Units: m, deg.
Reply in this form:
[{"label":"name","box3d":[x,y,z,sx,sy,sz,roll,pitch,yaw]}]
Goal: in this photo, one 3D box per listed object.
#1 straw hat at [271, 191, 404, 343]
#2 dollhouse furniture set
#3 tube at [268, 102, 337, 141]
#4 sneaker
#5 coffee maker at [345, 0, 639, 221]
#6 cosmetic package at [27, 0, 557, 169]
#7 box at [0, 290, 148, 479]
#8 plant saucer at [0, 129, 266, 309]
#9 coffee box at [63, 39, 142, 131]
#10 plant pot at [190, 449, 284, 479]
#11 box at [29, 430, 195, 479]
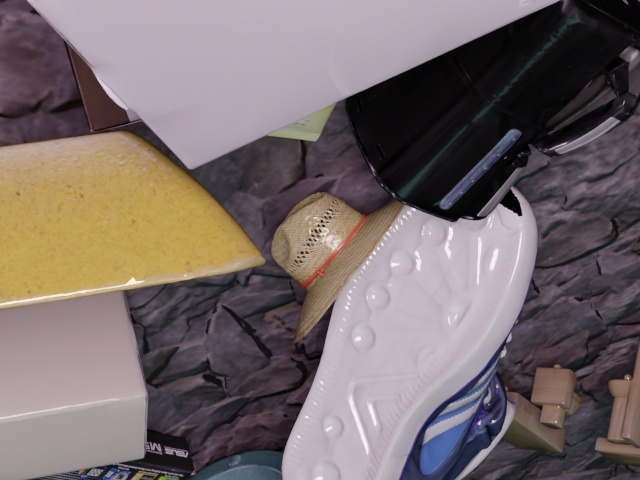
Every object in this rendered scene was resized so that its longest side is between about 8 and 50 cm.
[{"label":"straw hat","box3d":[0.000,0.000,0.971,0.061,0.144,0.144,37,124,-4]},{"label":"dollhouse furniture set","box3d":[0.248,0.133,1.281,0.151,0.123,0.144,0,156,36]},{"label":"tube","box3d":[0.010,-0.141,0.813,0.070,0.062,0.240,36,132,-1]},{"label":"sneaker","box3d":[0.106,0.087,1.112,0.236,0.130,0.322,-4,125,-60]},{"label":"coffee maker","box3d":[0.100,-0.113,0.857,0.171,0.120,0.178,34,119,-20]},{"label":"cosmetic package","box3d":[0.012,-0.138,0.533,0.238,0.107,0.127,-20,142,15]},{"label":"box","box3d":[-0.267,0.114,0.958,0.275,0.113,0.094,-7,141,-15]},{"label":"plant saucer","box3d":[-0.227,-0.001,0.750,0.333,0.080,0.333,-10,-177,-15]},{"label":"coffee box","box3d":[-0.096,-0.189,0.636,0.098,0.141,0.246,-14,142,-7]},{"label":"plant pot","box3d":[-0.042,0.312,1.190,0.293,0.293,0.196,-25,123,7]},{"label":"box","box3d":[-0.236,0.218,1.155,0.191,0.045,0.184,20,127,-39]}]
